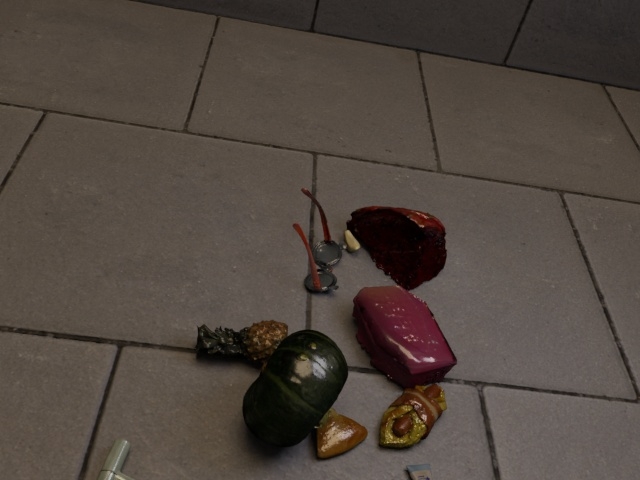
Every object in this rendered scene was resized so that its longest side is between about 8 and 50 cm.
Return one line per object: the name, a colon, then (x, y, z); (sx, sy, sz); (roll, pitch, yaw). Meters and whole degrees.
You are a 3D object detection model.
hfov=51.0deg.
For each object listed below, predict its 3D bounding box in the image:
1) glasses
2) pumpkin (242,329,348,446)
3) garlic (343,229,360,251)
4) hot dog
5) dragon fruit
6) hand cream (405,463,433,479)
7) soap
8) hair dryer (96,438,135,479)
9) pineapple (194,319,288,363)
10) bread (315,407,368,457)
glasses: (0.000, 0.000, 2.045); (0.118, 0.268, 0.234); (1, 42, 13)
pumpkin: (-0.054, 0.359, 1.614); (0.207, 0.300, 0.300); (38, 46, 7)
garlic: (0.100, 0.006, 2.213); (0.041, 0.053, 0.083); (-23, 66, -14)
hot dog: (0.249, 0.446, 1.754); (0.123, 0.093, 0.261); (33, 45, 19)
dragon fruit: (0.265, -0.050, 2.182); (0.228, 0.286, 0.329); (-27, 47, -31)
hand cream: (0.258, 0.615, 1.613); (0.065, 0.043, 0.170); (1, 42, -14)
soap: (0.226, 0.264, 1.922); (0.220, 0.127, 0.324); (-5, 45, -23)
hair dryer: (-0.408, 0.545, 1.515); (0.183, 0.044, 0.154); (18, 43, -4)
pineapple: (-0.210, 0.271, 1.798); (0.248, 0.128, 0.128); (2, 43, -7)
bread: (0.027, 0.488, 1.681); (0.154, 0.054, 0.136); (26, 46, 16)
